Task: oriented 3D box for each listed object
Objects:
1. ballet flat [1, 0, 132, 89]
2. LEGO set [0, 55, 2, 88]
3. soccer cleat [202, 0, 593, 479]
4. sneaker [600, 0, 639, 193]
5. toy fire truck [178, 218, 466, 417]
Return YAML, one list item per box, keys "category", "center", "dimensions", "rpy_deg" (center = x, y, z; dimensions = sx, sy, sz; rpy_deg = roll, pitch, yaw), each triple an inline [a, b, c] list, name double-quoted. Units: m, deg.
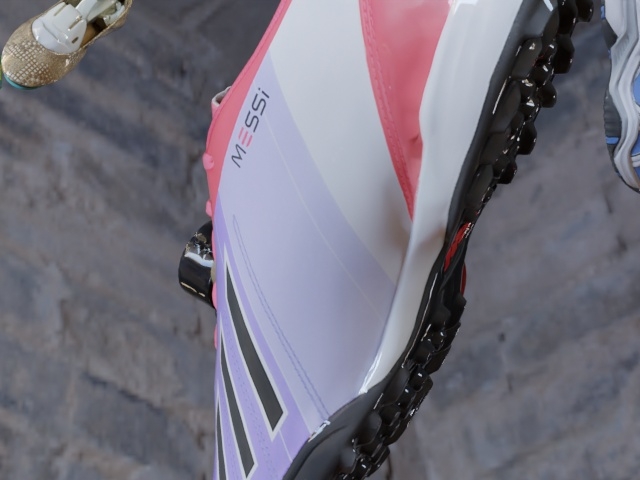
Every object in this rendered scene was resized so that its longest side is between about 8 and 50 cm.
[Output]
- category: "ballet flat"
  center: [-0.257, -0.225, 1.471]
  dimensions: [0.073, 0.206, 0.067]
  rpy_deg: [36, 129, -3]
- category: "LEGO set"
  center: [-0.350, -0.218, 0.981]
  dimensions: [0.255, 0.192, 0.331]
  rpy_deg: [10, 102, 4]
- category: "soccer cleat"
  center: [0.000, 0.000, 0.561]
  dimensions: [0.116, 0.108, 0.318]
  rpy_deg: [29, 123, 14]
- category: "sneaker"
  center: [0.230, -0.108, 0.926]
  dimensions: [0.081, 0.080, 0.211]
  rpy_deg: [7, 138, 22]
- category: "toy fire truck"
  center: [0.030, -0.021, 0.996]
  dimensions: [0.246, 0.158, 0.217]
  rpy_deg: [-55, 149, -10]
